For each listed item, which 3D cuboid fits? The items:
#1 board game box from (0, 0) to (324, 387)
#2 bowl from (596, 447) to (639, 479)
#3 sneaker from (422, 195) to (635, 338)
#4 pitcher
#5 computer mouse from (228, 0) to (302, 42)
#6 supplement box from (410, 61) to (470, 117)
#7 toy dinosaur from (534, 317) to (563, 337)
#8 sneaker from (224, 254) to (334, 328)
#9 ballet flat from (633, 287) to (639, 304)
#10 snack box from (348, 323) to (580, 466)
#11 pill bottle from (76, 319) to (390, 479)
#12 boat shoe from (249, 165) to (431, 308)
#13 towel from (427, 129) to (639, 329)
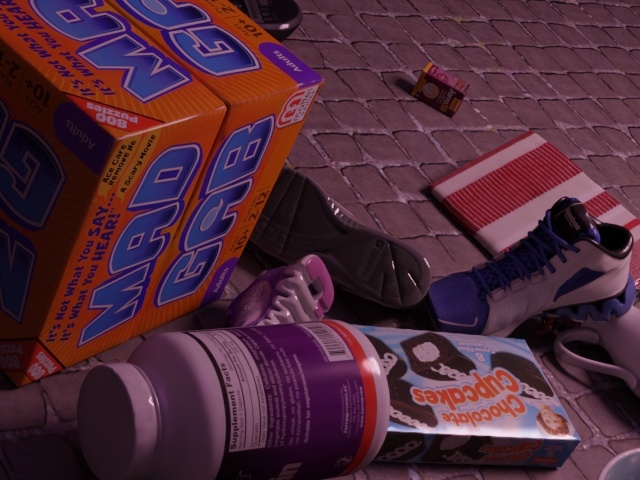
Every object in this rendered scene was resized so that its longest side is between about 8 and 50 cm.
[{"bbox_3d":[-0.287,-0.119,1.777,0.356,0.357,0.356,41,35,20],"label":"board game box"},{"bbox_3d":[0.414,0.403,1.736,0.311,0.163,0.312,19,34,-14],"label":"bowl"},{"bbox_3d":[0.296,0.028,2.085,0.315,0.182,0.127,-10,45,-14],"label":"sneaker"},{"bbox_3d":[0.448,0.168,2.143,0.177,0.125,0.207,-26,47,-29],"label":"pitcher"},{"bbox_3d":[-0.166,-0.359,2.468,0.272,0.072,0.188,2,41,-14],"label":"computer mouse"},{"bbox_3d":[0.205,-0.257,2.595,0.083,0.055,0.043,30,34,5],"label":"supplement box"},{"bbox_3d":[0.347,0.099,2.180,0.047,0.082,0.090,29,12,7],"label":"toy dinosaur"},{"bbox_3d":[-0.078,0.112,1.863,0.104,0.095,0.236,-1,39,35],"label":"sneaker"},{"bbox_3d":[0.498,0.048,2.376,0.070,0.070,0.188,37,34,15],"label":"ballet flat"},{"bbox_3d":[0.155,0.197,1.930,0.321,0.060,0.187,6,39,-29],"label":"snack box"},{"bbox_3d":[-0.094,0.185,1.659,0.322,0.181,0.181,-3,43,-37],"label":"pill bottle"},{"bbox_3d":[0.002,-0.002,2.068,0.320,0.103,0.118,27,78,5],"label":"boat shoe"},{"bbox_3d":[0.354,-0.021,2.341,0.237,0.037,0.329,-27,58,-29],"label":"towel"}]
